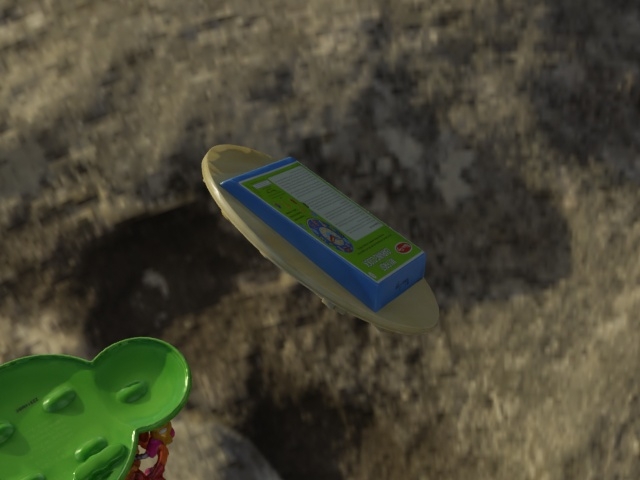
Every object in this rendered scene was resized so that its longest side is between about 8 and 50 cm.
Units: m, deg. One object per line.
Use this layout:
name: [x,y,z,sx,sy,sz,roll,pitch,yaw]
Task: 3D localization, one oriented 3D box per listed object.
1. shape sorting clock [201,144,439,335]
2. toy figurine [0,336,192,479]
shape sorting clock: [0.000,0.000,1.318,0.206,0.206,0.040,40,108,23]
toy figurine: [-0.153,0.160,1.218,0.173,0.159,0.130,-31,56,-15]
